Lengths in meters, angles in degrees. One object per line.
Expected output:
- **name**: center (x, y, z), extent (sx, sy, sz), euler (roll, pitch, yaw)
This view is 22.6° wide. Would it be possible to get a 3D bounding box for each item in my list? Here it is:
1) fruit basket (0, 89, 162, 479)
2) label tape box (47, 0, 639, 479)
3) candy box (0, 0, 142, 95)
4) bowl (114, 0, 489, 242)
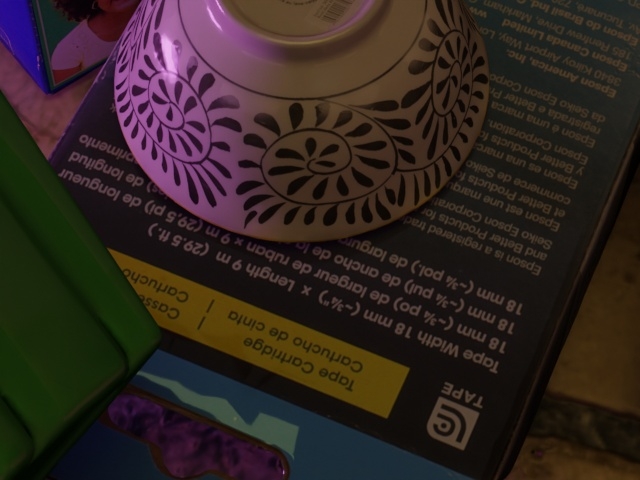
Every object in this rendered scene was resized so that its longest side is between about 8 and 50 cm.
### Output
- **fruit basket**: center (-0.299, 0.037, 0.548), extent (0.392, 0.283, 0.392), euler (2, 101, 11)
- **label tape box**: center (0.000, 0.000, 0.745), extent (0.241, 0.106, 0.333), euler (22, 65, 12)
- **candy box**: center (-0.177, -0.267, 0.768), extent (0.122, 0.317, 0.268), euler (-35, 68, -17)
- **bowl**: center (-0.009, -0.091, 0.689), extent (0.170, 0.080, 0.170), euler (0, 63, 1)
